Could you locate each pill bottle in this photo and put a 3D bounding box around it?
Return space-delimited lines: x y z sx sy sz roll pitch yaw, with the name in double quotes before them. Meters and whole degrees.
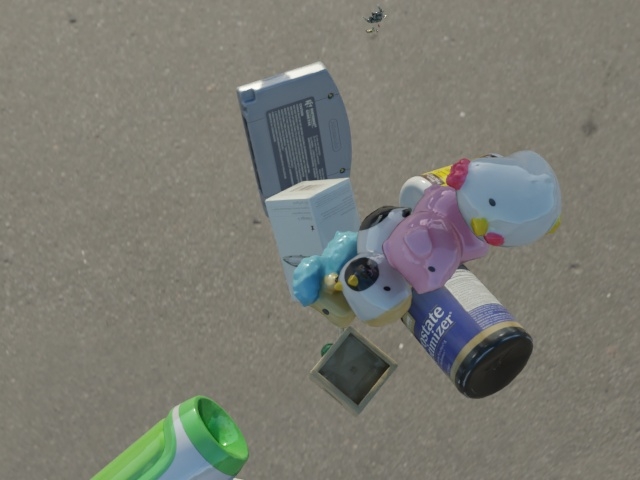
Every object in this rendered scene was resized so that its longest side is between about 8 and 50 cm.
"pill bottle" 0.185 0.105 1.362 0.123 0.123 0.219 -24 48 -19
"pill bottle" 0.243 -0.071 1.573 0.215 0.117 0.117 -19 62 -25

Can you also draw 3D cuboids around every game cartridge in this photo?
"game cartridge" -0.040 -0.193 1.877 0.198 0.297 0.062 -22 41 -14

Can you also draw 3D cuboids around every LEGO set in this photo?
"LEGO set" 0.128 -0.505 2.247 0.054 0.083 0.023 -13 57 3

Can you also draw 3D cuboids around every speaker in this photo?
"speaker" -0.240 0.339 1.294 0.296 0.131 0.131 -40 66 9

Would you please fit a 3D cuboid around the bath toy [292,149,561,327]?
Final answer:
"bath toy" 0.110 0.001 1.086 0.129 0.348 0.151 16 63 -30

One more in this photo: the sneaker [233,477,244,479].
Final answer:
"sneaker" -0.090 0.451 1.340 0.152 0.114 0.305 12 37 -18

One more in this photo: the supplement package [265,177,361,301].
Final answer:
"supplement package" 0.000 0.000 1.582 0.105 0.179 0.105 -2 19 42

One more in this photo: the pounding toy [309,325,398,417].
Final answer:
"pounding toy" 0.050 0.215 1.712 0.141 0.100 0.130 39 77 8
